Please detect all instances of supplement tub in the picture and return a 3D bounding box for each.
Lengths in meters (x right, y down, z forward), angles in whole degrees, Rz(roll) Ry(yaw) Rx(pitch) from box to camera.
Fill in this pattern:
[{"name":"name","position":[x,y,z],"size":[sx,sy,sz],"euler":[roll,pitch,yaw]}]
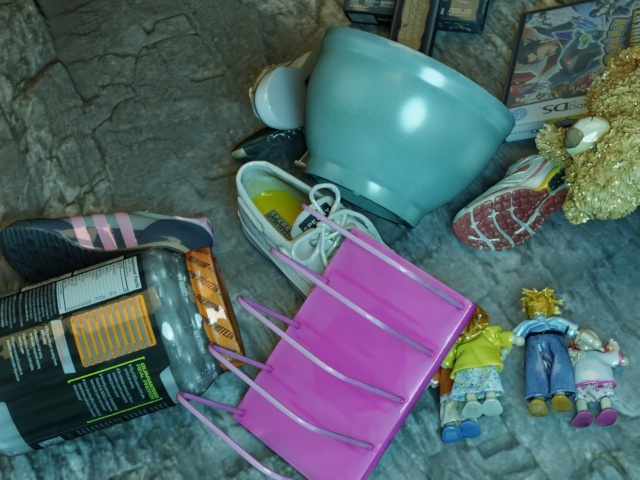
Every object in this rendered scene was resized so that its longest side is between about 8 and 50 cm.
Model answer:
[{"name":"supplement tub","position":[-0.278,0.134,1.586],"size":[0.338,0.207,0.207],"euler":[-17,48,-2]}]

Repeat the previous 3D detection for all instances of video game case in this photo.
[{"name":"video game case","position":[0.400,-0.267,1.832],"size":[0.248,0.035,0.275],"euler":[-7,45,29]}]

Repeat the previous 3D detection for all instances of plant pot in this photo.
[{"name":"plant pot","position":[0.095,-0.138,1.706],"size":[0.293,0.293,0.196],"euler":[24,85,30]}]

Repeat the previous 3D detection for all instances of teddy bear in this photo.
[{"name":"teddy bear","position":[0.392,-0.169,1.584],"size":[0.338,0.113,0.245],"euler":[-46,27,-24]}]

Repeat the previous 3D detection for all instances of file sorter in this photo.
[{"name":"file sorter","position":[0.000,0.130,1.465],"size":[0.202,0.182,0.291],"euler":[34,92,34]}]

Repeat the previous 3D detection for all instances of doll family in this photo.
[{"name":"doll family","position":[0.245,0.138,1.513],"size":[0.263,0.118,0.163],"euler":[-7,49,8]}]

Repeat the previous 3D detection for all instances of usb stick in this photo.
[{"name":"usb stick","position":[0.153,-0.361,1.947],"size":[0.077,0.045,0.278],"euler":[10,77,12]}]

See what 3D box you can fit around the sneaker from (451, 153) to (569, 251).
[{"name":"sneaker","position":[0.282,-0.060,1.712],"size":[0.225,0.088,0.093],"euler":[-27,28,-9]}]

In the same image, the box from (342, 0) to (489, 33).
[{"name":"box","position":[0.167,-0.441,2.023],"size":[0.232,0.059,0.183],"euler":[8,79,20]}]

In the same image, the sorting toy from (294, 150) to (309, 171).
[{"name":"sorting toy","position":[0.015,-0.119,1.844],"size":[0.075,0.045,0.083],"euler":[25,59,22]}]

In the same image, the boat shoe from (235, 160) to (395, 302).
[{"name":"boat shoe","position":[0.006,-0.006,1.669],"size":[0.136,0.156,0.367],"euler":[-35,51,-16]}]

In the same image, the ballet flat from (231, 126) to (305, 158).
[{"name":"ballet flat","position":[-0.053,-0.155,1.890],"size":[0.173,0.049,0.057],"euler":[-18,21,6]}]

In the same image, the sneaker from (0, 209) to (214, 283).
[{"name":"sneaker","position":[-0.304,0.006,1.787],"size":[0.319,0.112,0.131],"euler":[8,36,16]}]

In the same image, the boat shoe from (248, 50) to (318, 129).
[{"name":"boat shoe","position":[-0.064,-0.224,1.867],"size":[0.088,0.096,0.267],"euler":[-17,19,21]}]
